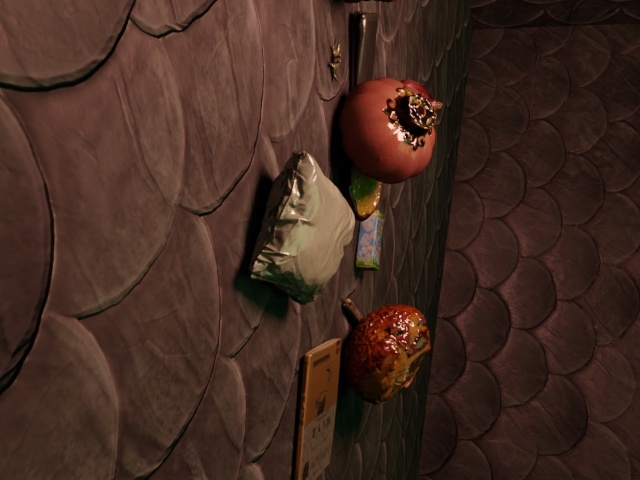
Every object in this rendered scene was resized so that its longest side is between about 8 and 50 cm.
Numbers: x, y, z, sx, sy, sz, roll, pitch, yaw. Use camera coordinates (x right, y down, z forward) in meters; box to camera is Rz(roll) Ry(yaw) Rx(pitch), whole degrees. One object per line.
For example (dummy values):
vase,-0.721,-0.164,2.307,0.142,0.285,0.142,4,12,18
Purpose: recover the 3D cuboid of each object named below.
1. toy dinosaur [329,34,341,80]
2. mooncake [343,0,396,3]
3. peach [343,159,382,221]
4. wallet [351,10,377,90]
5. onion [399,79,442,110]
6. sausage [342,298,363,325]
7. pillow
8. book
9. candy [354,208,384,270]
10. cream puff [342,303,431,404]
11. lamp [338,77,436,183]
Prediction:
toy dinosaur,0.042,-0.486,1.607,0.060,0.029,0.120,80,14,-75
mooncake,0.122,-0.767,1.519,0.324,0.187,0.324,7,90,-68
peach,0.119,-0.191,1.820,0.189,0.068,0.279,54,47,-46
wallet,0.127,-0.542,1.787,0.168,0.052,0.245,-41,137,-63
onion,0.336,-0.487,2.157,0.159,0.194,0.160,15,90,-70
sausage,0.113,0.242,1.956,0.269,0.032,0.033,58,41,-59
pillow,-0.039,-0.006,1.336,0.283,0.138,0.310,-68,152,-14
book,-0.007,0.481,1.685,0.269,0.032,0.389,-5,100,-71
candy,0.162,-0.002,1.990,0.097,0.062,0.195,28,68,-68
cream puff,0.200,0.343,1.917,0.350,0.228,0.350,-39,154,-23
lamp,0.200,-0.313,1.691,0.305,0.239,0.306,16,64,-35
